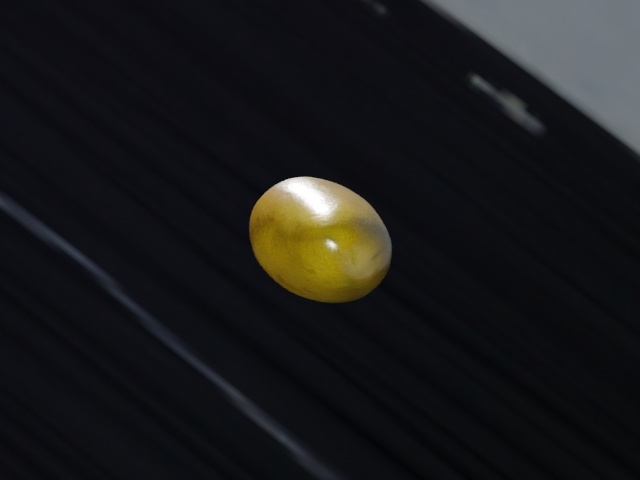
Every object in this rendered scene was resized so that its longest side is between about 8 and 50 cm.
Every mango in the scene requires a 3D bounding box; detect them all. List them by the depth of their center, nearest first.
[{"bbox_3d":[0.000,0.000,1.807,0.113,0.138,0.253,-56,5,-1],"label":"mango"}]
